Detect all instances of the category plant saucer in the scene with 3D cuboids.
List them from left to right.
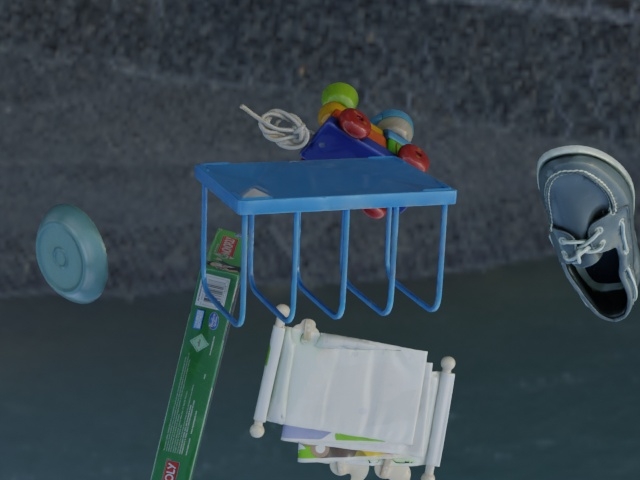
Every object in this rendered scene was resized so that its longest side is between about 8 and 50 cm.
[{"bbox_3d":[-0.291,0.018,1.742,0.021,0.119,0.119,-19,168,-46],"label":"plant saucer"}]

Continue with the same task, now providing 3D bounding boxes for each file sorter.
[{"bbox_3d":[0.000,0.000,1.163,0.170,0.118,0.104,-3,106,-20],"label":"file sorter"}]

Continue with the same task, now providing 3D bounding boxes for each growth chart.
[{"bbox_3d":[0.038,0.179,1.665,0.237,0.172,0.021,16,-175,-17],"label":"growth chart"}]

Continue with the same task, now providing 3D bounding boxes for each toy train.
[{"bbox_3d":[0.016,-0.144,1.846,0.248,0.143,0.105,30,124,-19],"label":"toy train"}]

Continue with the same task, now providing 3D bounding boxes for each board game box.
[{"bbox_3d":[-0.142,0.161,1.736,0.046,0.213,0.317,14,101,-3],"label":"board game box"}]

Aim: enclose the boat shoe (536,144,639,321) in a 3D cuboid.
[{"bbox_3d":[0.357,-0.005,1.973,0.116,0.099,0.319,-8,145,18],"label":"boat shoe"}]
